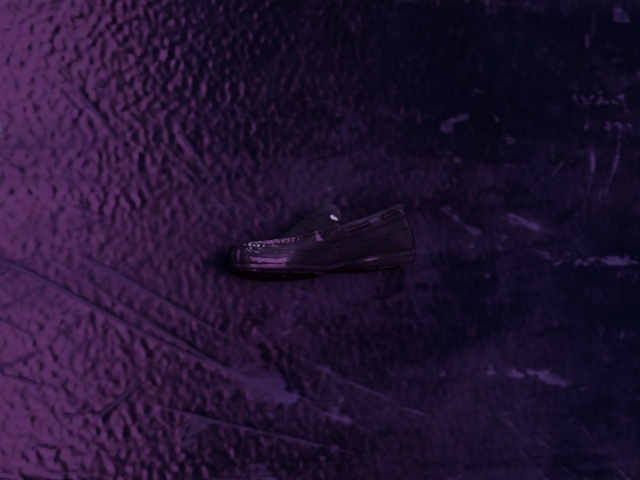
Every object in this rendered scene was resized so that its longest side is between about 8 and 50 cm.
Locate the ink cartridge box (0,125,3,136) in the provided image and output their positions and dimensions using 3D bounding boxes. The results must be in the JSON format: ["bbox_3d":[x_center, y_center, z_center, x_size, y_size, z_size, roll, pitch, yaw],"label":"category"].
[{"bbox_3d":[-0.361,-0.095,1.127,0.115,0.063,0.029,-15,95,-24],"label":"ink cartridge box"}]

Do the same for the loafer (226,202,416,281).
[{"bbox_3d":[0.000,0.000,1.281,0.223,0.076,0.078,-6,84,-29],"label":"loafer"}]
